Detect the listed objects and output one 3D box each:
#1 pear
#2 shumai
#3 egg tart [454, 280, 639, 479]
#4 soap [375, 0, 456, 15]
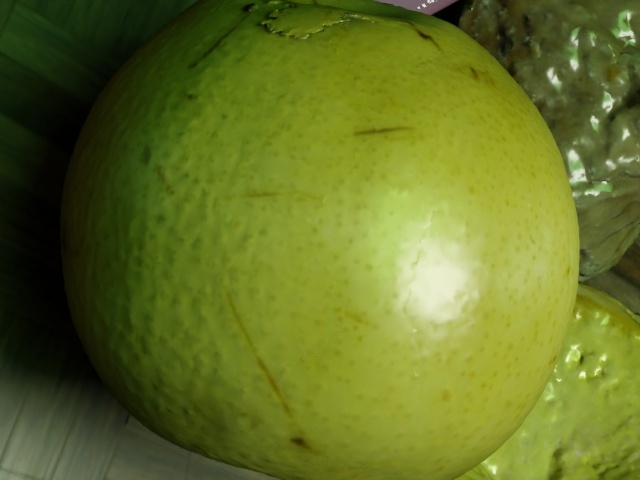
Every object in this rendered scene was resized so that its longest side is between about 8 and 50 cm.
[{"bbox_3d":[0.000,0.000,0.944,0.348,0.348,0.348,3,86,-37],"label":"pear"},{"bbox_3d":[0.265,-0.127,1.203,0.267,0.262,0.314,-37,107,-33],"label":"shumai"},{"bbox_3d":[0.167,0.163,1.151,0.314,0.120,0.315,5,52,-7],"label":"egg tart"},{"bbox_3d":[0.109,-0.263,1.154,0.203,0.065,0.122,-30,107,-1],"label":"soap"}]
